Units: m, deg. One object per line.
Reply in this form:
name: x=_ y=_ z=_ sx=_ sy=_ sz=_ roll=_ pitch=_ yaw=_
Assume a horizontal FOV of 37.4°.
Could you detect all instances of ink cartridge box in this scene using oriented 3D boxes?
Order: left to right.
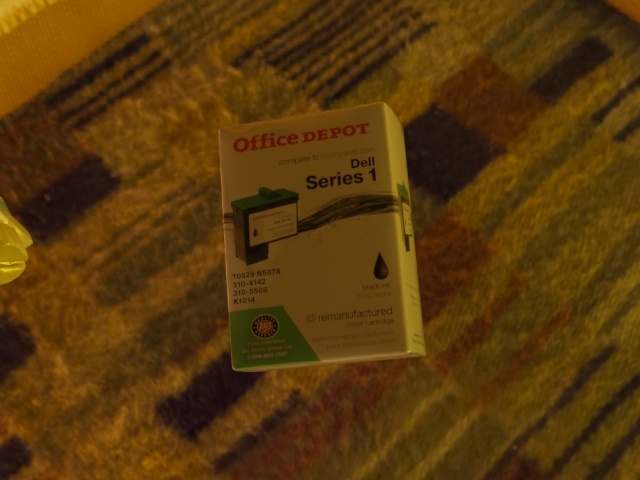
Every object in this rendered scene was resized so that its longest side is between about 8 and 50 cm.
ink cartridge box: x=0.000 y=0.000 z=0.840 sx=0.160 sy=0.092 sz=0.220 roll=-8 pitch=80 yaw=13

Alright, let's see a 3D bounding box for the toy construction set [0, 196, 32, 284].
toy construction set: x=-0.266 y=-0.093 z=0.408 sx=0.215 sy=0.328 sz=0.151 roll=-20 pitch=33 yaw=-22
